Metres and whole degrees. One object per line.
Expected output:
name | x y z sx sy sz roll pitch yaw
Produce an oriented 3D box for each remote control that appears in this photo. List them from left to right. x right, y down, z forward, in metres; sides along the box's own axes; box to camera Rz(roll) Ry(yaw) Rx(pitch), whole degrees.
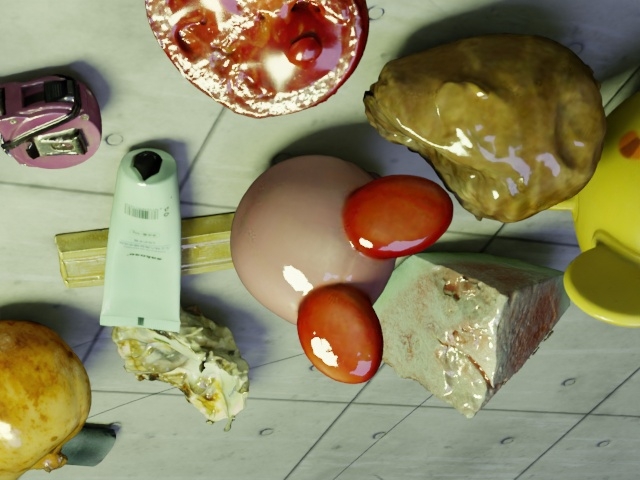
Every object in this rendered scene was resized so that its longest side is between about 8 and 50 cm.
remote control | -0.519 0.317 2.256 0.378 0.044 0.107 10 136 -31

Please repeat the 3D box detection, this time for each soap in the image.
soap | -0.228 0.015 1.909 0.252 0.037 0.092 -8 145 -7

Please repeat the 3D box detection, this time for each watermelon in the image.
watermelon | 0.217 0.122 2.070 0.310 0.231 0.193 8 110 -2

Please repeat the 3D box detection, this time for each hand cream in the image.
hand cream | -0.229 0.013 1.831 0.109 0.067 0.320 5 134 -5

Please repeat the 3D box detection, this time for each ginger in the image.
ginger | 0.211 -0.152 1.663 0.269 0.200 0.223 44 87 -11

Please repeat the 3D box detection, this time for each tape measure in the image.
tape measure | -0.314 -0.133 1.624 0.125 0.074 0.118 -12 148 3

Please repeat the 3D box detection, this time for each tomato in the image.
tomato | -0.061 -0.249 1.481 0.233 0.139 0.200 41 118 -11

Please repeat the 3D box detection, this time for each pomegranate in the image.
pomegranate | -0.437 0.229 1.983 0.248 0.248 0.248 -9 147 -6

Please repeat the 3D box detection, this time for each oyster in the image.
oyster | -0.198 0.163 2.097 0.201 0.107 0.354 18 156 13

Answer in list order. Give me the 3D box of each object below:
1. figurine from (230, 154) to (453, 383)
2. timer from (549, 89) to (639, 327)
figurine | -0.003 0.000 1.775 0.211 0.261 0.269 24 98 -19
timer | 0.445 -0.034 1.778 0.387 0.376 0.376 -12 147 -10
